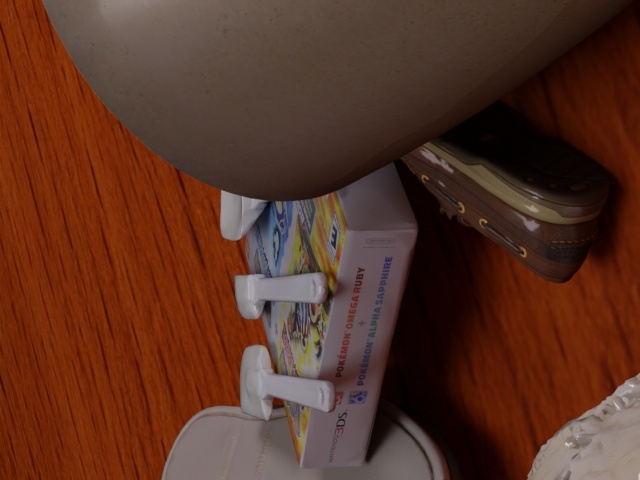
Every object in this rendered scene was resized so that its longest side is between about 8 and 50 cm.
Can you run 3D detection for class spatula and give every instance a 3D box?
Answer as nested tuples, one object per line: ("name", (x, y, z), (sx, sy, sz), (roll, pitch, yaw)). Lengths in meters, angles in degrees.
("spatula", (-0.030, 0.025, 0.970), (0.242, 0.019, 0.168), (167, 102, -76))

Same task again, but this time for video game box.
("video game box", (0.000, 0.000, 0.985), (0.205, 0.048, 0.187), (-107, 19, -48))

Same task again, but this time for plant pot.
("plant pot", (0.054, -0.171, 0.694), (0.274, 0.256, 0.256), (-17, 88, 46))

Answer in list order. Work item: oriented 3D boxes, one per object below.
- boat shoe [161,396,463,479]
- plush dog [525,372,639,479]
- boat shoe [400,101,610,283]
("boat shoe", (0.011, 0.162, 1.079), (0.335, 0.095, 0.112), (-4, 63, 58))
("plush dog", (0.171, 0.086, 0.574), (0.262, 0.225, 0.210), (-38, 69, 61))
("boat shoe", (0.078, -0.036, 0.864), (0.178, 0.064, 0.060), (39, 133, 45))
